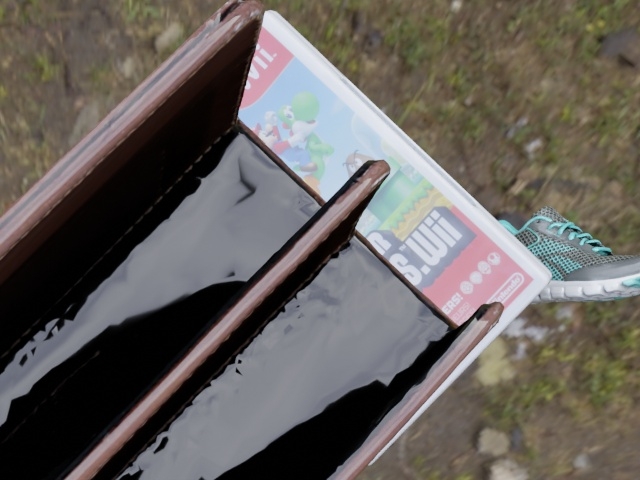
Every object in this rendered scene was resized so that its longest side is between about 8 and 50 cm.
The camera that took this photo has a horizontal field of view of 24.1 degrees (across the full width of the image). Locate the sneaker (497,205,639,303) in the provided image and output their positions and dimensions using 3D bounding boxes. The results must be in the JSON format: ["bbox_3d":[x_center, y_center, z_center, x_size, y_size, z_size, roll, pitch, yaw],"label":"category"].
[{"bbox_3d":[0.185,0.010,1.155,0.065,0.166,0.076,2,85,-52],"label":"sneaker"}]

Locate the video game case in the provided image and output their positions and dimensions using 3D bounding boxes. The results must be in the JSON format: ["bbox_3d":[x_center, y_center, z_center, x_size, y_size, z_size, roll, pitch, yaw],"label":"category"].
[{"bbox_3d":[0.000,0.000,1.111,0.285,0.025,0.204,44,110,6],"label":"video game case"}]

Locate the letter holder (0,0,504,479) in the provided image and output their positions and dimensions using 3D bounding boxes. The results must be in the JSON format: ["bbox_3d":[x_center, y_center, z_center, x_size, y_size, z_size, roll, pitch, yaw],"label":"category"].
[{"bbox_3d":[-0.083,0.082,0.546,0.152,0.214,0.302,44,80,3],"label":"letter holder"}]
